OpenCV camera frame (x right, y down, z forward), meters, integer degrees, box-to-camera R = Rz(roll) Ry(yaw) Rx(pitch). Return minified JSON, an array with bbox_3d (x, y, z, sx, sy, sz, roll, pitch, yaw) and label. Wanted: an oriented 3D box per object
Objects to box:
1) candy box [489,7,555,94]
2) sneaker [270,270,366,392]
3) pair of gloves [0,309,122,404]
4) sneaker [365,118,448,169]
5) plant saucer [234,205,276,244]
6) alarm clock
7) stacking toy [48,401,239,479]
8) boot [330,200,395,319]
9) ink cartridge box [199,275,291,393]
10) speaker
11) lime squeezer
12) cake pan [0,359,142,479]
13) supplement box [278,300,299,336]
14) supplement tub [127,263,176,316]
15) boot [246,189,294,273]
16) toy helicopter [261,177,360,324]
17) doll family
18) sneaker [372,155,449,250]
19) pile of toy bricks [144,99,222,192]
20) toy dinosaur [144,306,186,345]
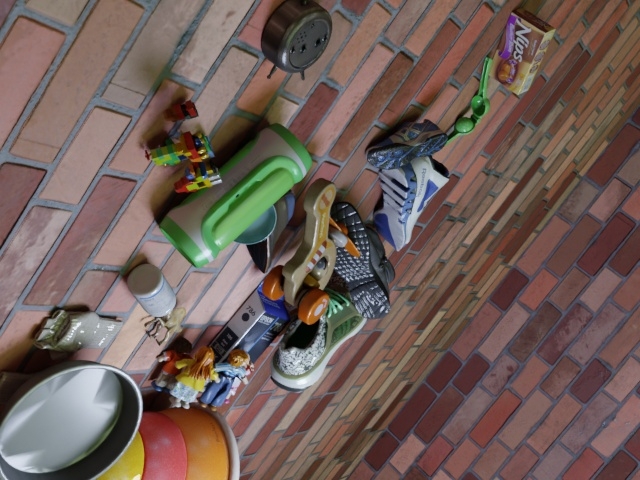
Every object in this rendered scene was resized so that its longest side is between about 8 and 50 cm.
[{"bbox_3d":[0.505,-0.476,2.132,0.053,0.109,0.186,-29,150,-36],"label":"candy box"},{"bbox_3d":[0.013,0.193,2.174,0.410,0.158,0.182,-55,159,-31],"label":"sneaker"},{"bbox_3d":[-0.493,0.230,1.593,0.240,0.042,0.204,-50,155,1],"label":"pair of gloves"},{"bbox_3d":[0.198,-0.232,2.027,0.211,0.081,0.080,-17,146,-20],"label":"sneaker"},{"bbox_3d":[-0.149,-0.050,1.709,0.119,0.119,0.021,-58,-163,19],"label":"plant saucer"},{"bbox_3d":[-0.034,-0.369,1.460,0.129,0.064,0.192,-30,147,-35],"label":"alarm clock"},{"bbox_3d":[-0.447,0.492,1.851,0.480,0.350,0.350,28,103,-45],"label":"stacking toy"},{"bbox_3d":[0.097,0.017,2.156,0.222,0.118,0.338,-74,149,-60],"label":"boot"},{"bbox_3d":[-0.185,0.242,2.097,0.332,0.065,0.165,-51,155,4],"label":"ink cartridge box"},{"bbox_3d":[-0.158,-0.086,1.587,0.296,0.131,0.131,-43,155,-12],"label":"speaker"},{"bbox_3d":[0.386,-0.327,2.217,0.310,0.059,0.110,-56,155,19],"label":"lime squeezer"},{"bbox_3d":[-0.480,0.348,1.596,0.293,0.054,0.293,-22,128,-32],"label":"cake pan"},{"bbox_3d":[-0.086,0.201,2.229,0.062,0.036,0.098,-22,144,-46],"label":"supplement box"},{"bbox_3d":[-0.327,0.097,1.639,0.071,0.071,0.107,-42,156,-14],"label":"supplement tub"},{"bbox_3d":[-0.101,-0.019,1.831,0.106,0.082,0.219,-33,150,-25],"label":"boot"},{"bbox_3d":[0.000,0.000,1.893,0.235,0.140,0.355,-39,149,-37],"label":"toy helicopter"},{"bbox_3d":[-0.247,0.312,1.944,0.263,0.118,0.163,19,109,-39],"label":"doll family"},{"bbox_3d":[0.248,-0.119,2.195,0.182,0.127,0.315,-30,149,-23],"label":"sneaker"},{"bbox_3d":[-0.240,-0.150,1.414,0.105,0.118,0.212,-17,169,-2],"label":"pile of toy bricks"},{"bbox_3d":[-0.320,0.180,1.793,0.092,0.053,0.183,-40,154,-21],"label":"toy dinosaur"}]
